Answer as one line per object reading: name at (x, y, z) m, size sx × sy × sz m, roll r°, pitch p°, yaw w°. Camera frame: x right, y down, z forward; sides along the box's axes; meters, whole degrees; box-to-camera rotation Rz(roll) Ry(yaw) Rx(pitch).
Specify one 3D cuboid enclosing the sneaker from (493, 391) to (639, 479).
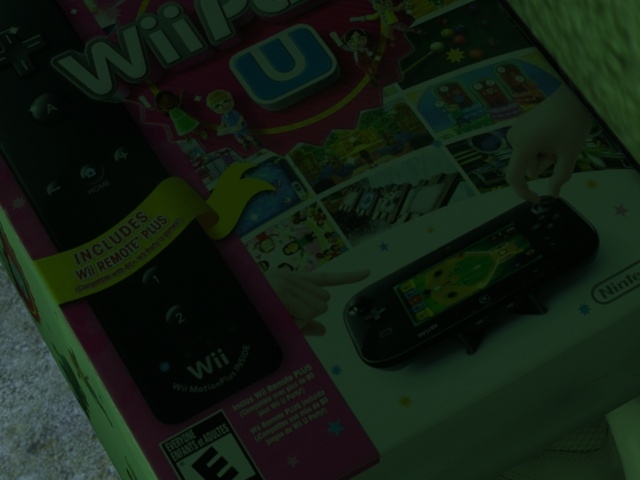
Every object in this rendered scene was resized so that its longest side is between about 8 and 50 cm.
sneaker at (0.105, 0.155, 0.830) m, size 0.099 × 0.121 × 0.262 m, roll 49°, pitch 160°, yaw 48°

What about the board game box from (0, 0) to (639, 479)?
board game box at (-0.023, -0.029, 0.742) m, size 0.303 × 0.224 × 0.097 m, roll 55°, pitch 165°, yaw 28°
